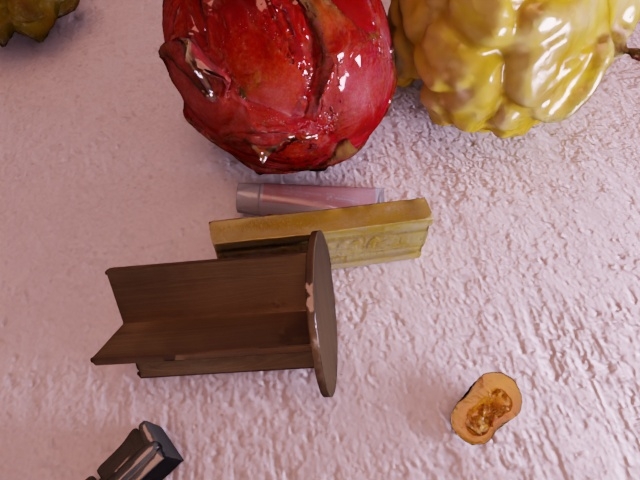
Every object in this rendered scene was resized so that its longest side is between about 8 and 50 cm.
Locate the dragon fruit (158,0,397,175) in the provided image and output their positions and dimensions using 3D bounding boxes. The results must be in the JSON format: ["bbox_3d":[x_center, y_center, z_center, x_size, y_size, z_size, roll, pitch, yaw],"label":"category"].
[{"bbox_3d":[-0.053,-0.232,0.585,0.295,0.302,0.296,-10,63,20],"label":"dragon fruit"}]

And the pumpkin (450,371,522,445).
[{"bbox_3d":[0.172,0.177,0.496,0.083,0.028,0.050,-38,69,-8],"label":"pumpkin"}]

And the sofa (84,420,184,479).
[{"bbox_3d":[-0.211,0.236,0.440,0.147,0.085,0.060,-41,72,-18],"label":"sofa"}]

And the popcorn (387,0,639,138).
[{"bbox_3d":[0.229,-0.318,0.628,0.349,0.349,0.381,-37,41,-17],"label":"popcorn"}]

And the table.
[{"bbox_3d":[-0.103,0.082,0.490,0.226,0.167,0.167,-5,62,8],"label":"table"}]

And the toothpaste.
[{"bbox_3d":[-0.011,-0.050,0.616,0.194,0.043,0.067,4,59,-3],"label":"toothpaste"}]

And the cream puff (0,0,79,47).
[{"bbox_3d":[-0.512,-0.421,0.727,0.244,0.196,0.244,0,86,-1],"label":"cream puff"}]

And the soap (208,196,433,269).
[{"bbox_3d":[0.000,0.001,0.556,0.251,0.092,0.037,-7,58,-3],"label":"soap"}]
